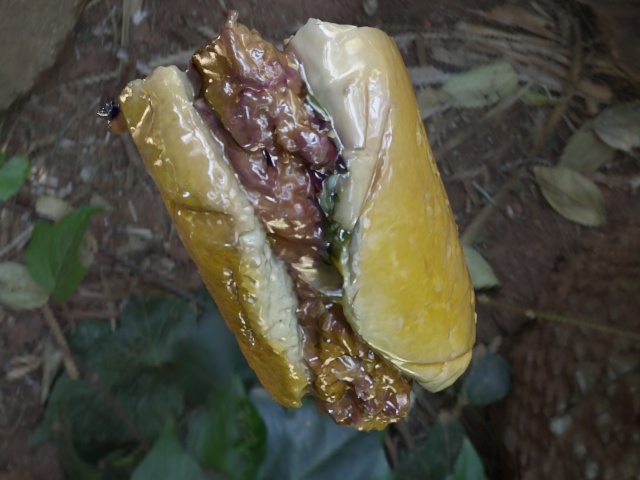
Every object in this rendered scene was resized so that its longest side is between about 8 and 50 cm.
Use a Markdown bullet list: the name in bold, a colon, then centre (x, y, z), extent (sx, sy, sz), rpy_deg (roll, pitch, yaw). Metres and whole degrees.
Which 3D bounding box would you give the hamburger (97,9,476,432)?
- **hamburger**: centre (0.000, 0.000, 0.720), extent (0.155, 0.282, 0.245), rpy_deg (-23, 94, 1)
